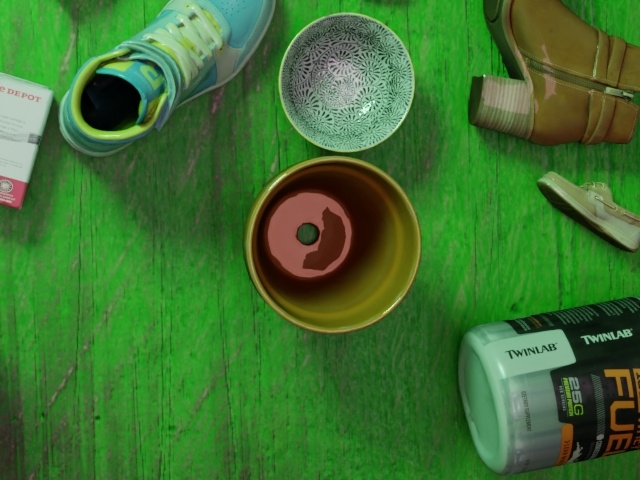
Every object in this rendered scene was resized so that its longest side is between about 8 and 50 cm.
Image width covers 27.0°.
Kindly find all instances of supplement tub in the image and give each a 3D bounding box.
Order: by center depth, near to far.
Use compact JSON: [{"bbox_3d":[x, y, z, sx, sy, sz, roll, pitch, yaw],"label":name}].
[{"bbox_3d":[0.349,0.177,1.687,0.316,0.193,0.193,-10,96,-10],"label":"supplement tub"}]

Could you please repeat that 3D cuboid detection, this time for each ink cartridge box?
[{"bbox_3d":[-0.390,-0.124,1.589,0.109,0.063,0.150,16,91,-11],"label":"ink cartridge box"}]

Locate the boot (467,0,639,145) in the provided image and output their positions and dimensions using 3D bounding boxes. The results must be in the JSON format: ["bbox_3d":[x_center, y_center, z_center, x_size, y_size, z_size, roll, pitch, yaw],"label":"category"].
[{"bbox_3d":[0.318,-0.259,1.687,0.220,0.109,0.283,7,95,-10],"label":"boot"}]

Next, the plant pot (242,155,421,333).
[{"bbox_3d":[0.000,0.000,1.609,0.205,0.188,0.205,-1,94,-11],"label":"plant pot"}]

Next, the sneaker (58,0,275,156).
[{"bbox_3d":[-0.167,-0.212,1.551,0.319,0.208,0.127,-43,99,-5],"label":"sneaker"}]

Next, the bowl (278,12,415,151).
[{"bbox_3d":[0.026,-0.195,1.653,0.170,0.080,0.170,-1,95,-10],"label":"bowl"}]

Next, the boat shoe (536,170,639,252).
[{"bbox_3d":[0.357,-0.049,1.740,0.170,0.063,0.059,33,85,-21],"label":"boat shoe"}]
